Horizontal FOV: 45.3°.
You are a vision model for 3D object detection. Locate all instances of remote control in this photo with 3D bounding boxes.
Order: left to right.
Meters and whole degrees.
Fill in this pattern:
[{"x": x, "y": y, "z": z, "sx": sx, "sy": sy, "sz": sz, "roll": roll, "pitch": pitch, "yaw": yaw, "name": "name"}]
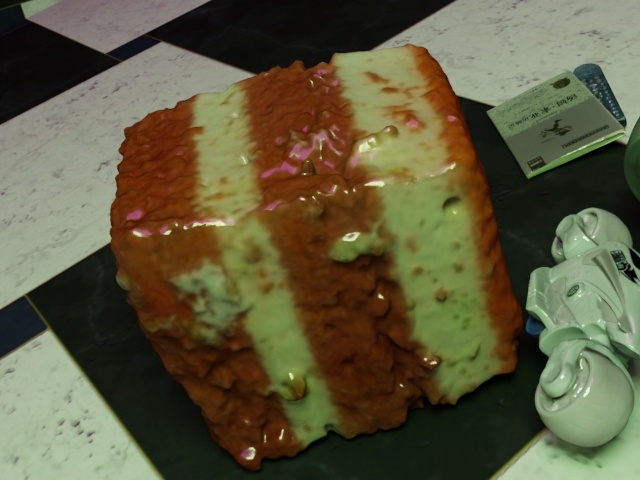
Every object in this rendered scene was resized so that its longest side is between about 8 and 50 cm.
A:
[{"x": 0.366, "y": -0.189, "z": 1.013, "sx": 0.043, "sy": 0.027, "sz": 0.153, "roll": -6, "pitch": 38, "yaw": 11, "name": "remote control"}]

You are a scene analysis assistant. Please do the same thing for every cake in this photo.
[{"x": 0.000, "y": 0.000, "z": 0.711, "sx": 0.319, "sy": 0.270, "sz": 0.270, "roll": -18, "pitch": 34, "yaw": 4, "name": "cake"}]

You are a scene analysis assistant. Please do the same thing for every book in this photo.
[{"x": 0.296, "y": -0.153, "z": 0.986, "sx": 0.127, "sy": 0.014, "sz": 0.182, "roll": -25, "pitch": 34, "yaw": 11, "name": "book"}]

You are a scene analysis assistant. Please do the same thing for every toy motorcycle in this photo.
[{"x": 0.238, "y": 0.058, "z": 0.649, "sx": 0.112, "sy": 0.113, "sz": 0.254, "roll": -1, "pitch": 40, "yaw": 23, "name": "toy motorcycle"}]

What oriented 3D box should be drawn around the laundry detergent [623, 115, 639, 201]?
[{"x": 0.373, "y": -0.053, "z": 0.670, "sx": 0.214, "sy": 0.280, "sz": 0.105, "roll": 31, "pitch": 84, "yaw": 10, "name": "laundry detergent"}]
